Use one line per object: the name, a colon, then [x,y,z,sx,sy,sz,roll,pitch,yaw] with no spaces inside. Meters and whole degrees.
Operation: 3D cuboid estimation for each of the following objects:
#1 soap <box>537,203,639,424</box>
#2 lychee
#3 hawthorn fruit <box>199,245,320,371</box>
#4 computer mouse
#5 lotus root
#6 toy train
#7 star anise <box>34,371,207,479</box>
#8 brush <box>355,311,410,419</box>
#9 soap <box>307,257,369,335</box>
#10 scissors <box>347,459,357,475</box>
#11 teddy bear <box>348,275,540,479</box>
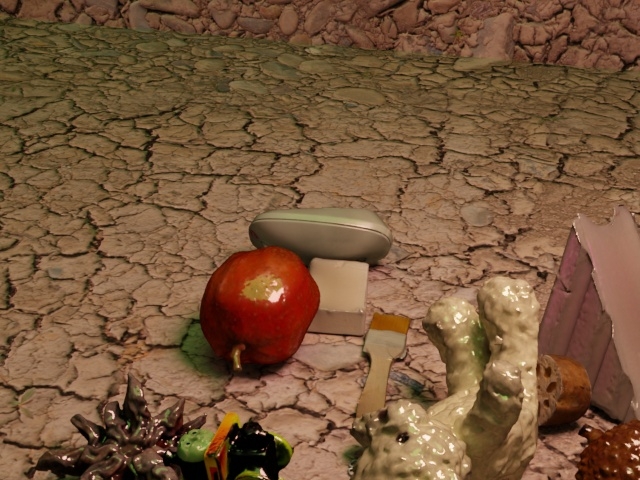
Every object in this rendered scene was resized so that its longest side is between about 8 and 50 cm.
soap: [0.515,0.130,1.705,0.159,0.302,0.258,-7,29,-32]
lychee: [0.455,0.337,1.428,0.200,0.200,0.238,-17,47,-31]
hawthorn fruit: [-0.111,0.127,1.761,0.205,0.205,0.253,8,34,10]
computer mouse: [0.001,0.006,2.048,0.288,0.159,0.097,-2,66,-1]
lotus root: [0.385,0.240,1.670,0.081,0.112,0.122,2,27,-16]
toy train: [-0.102,0.346,1.263,0.160,0.296,0.100,2,29,15]
star anise: [-0.274,0.312,1.495,0.283,0.129,0.212,-1,46,1]
brush: [0.102,0.226,1.771,0.085,0.020,0.336,8,30,9]
soap: [0.029,0.104,1.940,0.121,0.064,0.183,5,29,3]
scissors: [0.083,0.351,1.556,0.083,0.006,0.036,6,31,6]
teddy bear: [0.141,0.240,1.461,0.362,0.375,0.327,4,-19,-35]
